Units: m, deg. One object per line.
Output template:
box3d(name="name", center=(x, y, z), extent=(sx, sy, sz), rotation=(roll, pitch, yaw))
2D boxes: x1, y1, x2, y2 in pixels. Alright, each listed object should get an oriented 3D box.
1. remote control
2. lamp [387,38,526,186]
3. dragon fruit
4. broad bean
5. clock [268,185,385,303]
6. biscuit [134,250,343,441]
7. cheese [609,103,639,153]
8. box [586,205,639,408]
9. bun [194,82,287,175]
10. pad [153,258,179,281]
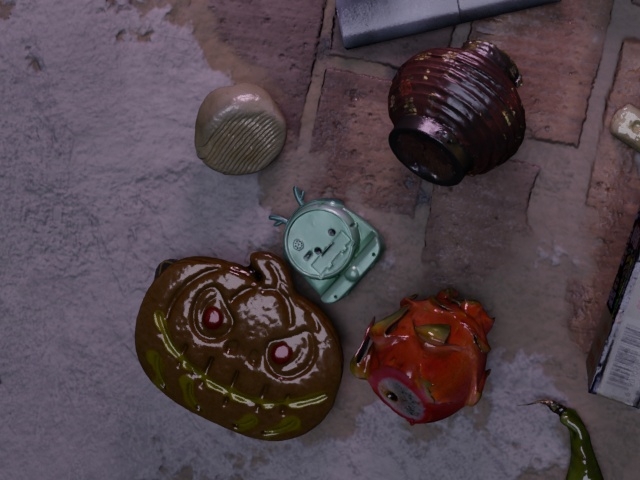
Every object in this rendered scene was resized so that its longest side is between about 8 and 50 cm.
box3d(name="remote control", center=(0.213, -0.419, 1.503), extent=(0.377, 0.044, 0.107), rotation=(-10, 99, 17))
box3d(name="lamp", center=(0.224, -0.214, 1.435), extent=(0.247, 0.247, 0.247), rotation=(2, 97, 15))
box3d(name="dragon fruit", center=(0.185, 0.193, 1.500), extent=(0.224, 0.227, 0.224), rotation=(19, 135, 20))
box3d(name="broad bean", center=(0.448, 0.424, 1.537), extent=(0.098, 0.056, 0.318), rotation=(-21, 86, 23))
box3d(name="clock", center=(0.000, 0.000, 1.602), extent=(0.211, 0.066, 0.159), rotation=(41, 105, 8))
box3d(name="biscuit", center=(-0.145, 0.184, 1.594), extent=(0.394, 0.070, 0.350), rotation=(20, 107, 5))
box3d(name="cheese", center=(0.565, -0.153, 1.440), extent=(0.194, 0.043, 0.065), rotation=(36, 100, 11))
box3d(name="box", center=(0.512, 0.093, 1.402), extent=(0.084, 0.198, 0.310), rotation=(18, 101, 13))
box3d(name="bun", center=(-0.150, -0.208, 1.591), extent=(0.173, 0.113, 0.167), rotation=(-21, 132, 6))
box3d(name="pad", center=(-0.166, 0.172, 1.639), extent=(0.375, 0.063, 0.315), rotation=(19, 112, 12))
